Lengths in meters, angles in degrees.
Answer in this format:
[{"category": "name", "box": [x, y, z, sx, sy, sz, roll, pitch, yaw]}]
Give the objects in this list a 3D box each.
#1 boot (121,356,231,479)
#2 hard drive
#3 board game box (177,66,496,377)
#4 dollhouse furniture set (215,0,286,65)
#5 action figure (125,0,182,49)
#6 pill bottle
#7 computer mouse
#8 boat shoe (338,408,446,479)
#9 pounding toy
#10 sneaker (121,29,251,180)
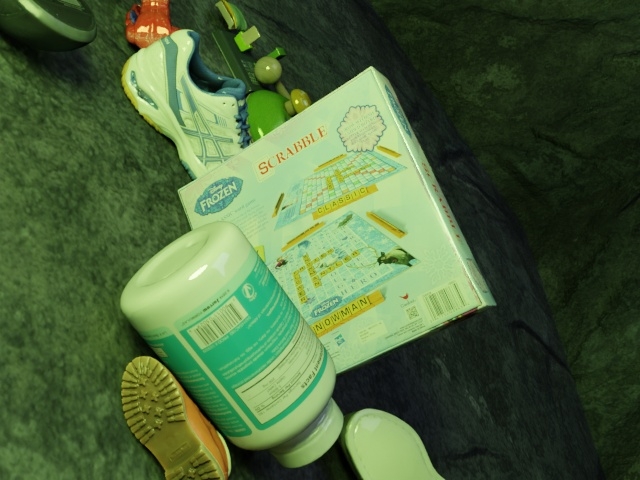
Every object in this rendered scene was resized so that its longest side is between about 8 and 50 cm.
[{"category": "boot", "box": [-0.142, 0.187, 0.706, 0.158, 0.059, 0.084, 60, 5, 7]}, {"category": "hard drive", "box": [-0.148, -0.335, 1.337, 0.135, 0.022, 0.094, 63, 23, 5]}, {"category": "board game box", "box": [0.005, 0.003, 0.877, 0.066, 0.318, 0.318, 11, 54, -63]}, {"category": "dollhouse furniture set", "box": [-0.132, -0.407, 1.346, 0.152, 0.058, 0.076, 60, 22, -1]}, {"category": "action figure", "box": [-0.243, -0.378, 1.053, 0.139, 0.091, 0.280, -167, -101, -83]}, {"category": "pill bottle", "box": [-0.080, 0.120, 0.751, 0.264, 0.146, 0.146, 57, 22, -20]}, {"category": "computer mouse", "box": [-0.358, -0.307, 0.815, 0.272, 0.072, 0.188, 55, 22, 18]}, {"category": "boat shoe", "box": [0.115, 0.343, 1.004, 0.305, 0.091, 0.109, 47, 63, -25]}, {"category": "pounding toy", "box": [-0.042, -0.225, 1.283, 0.183, 0.110, 0.237, 45, 33, -44]}, {"category": "sneaker", "box": [-0.144, -0.160, 1.002, 0.296, 0.131, 0.112, 50, 23, -28]}]
